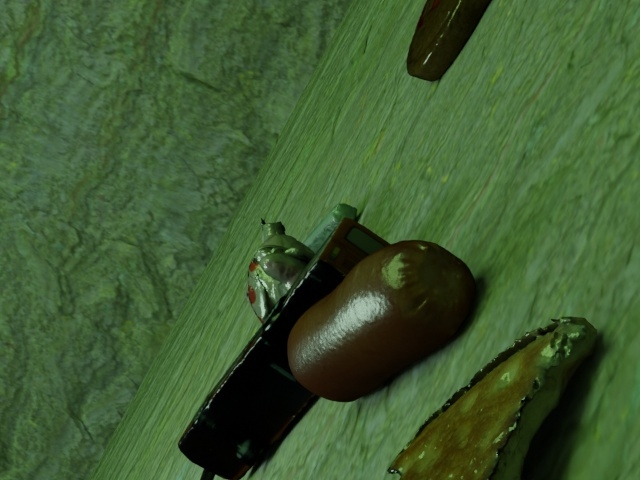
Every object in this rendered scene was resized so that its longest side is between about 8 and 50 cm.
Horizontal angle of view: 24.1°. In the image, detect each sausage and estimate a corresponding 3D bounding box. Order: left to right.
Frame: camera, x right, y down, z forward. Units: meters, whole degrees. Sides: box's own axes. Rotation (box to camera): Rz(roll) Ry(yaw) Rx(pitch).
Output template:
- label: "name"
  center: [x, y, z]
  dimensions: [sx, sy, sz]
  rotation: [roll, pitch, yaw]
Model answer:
- label: "sausage"
  center: [0.040, 0.075, 1.261]
  dimensions: [0.300, 0.089, 0.083]
  rotation: [132, 157, -61]

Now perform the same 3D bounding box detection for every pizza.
- label: "pizza"
  center: [0.093, 0.140, 0.852]
  dimensions: [0.185, 0.052, 0.195]
  rotation: [-48, 11, 34]

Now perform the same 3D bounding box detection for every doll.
- label: "doll"
  center: [-0.032, 0.052, 1.709]
  dimensions: [0.192, 0.095, 0.149]
  rotation: [-159, 53, -75]

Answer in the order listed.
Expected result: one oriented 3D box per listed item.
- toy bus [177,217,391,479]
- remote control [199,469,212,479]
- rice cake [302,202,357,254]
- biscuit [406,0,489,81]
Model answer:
- label: "toy bus"
  center: [-0.038, 0.129, 1.564]
  dimensions: [0.409, 0.093, 0.092]
  rotation: [-52, 5, 48]
- label: "remote control"
  center: [-0.148, 0.303, 1.941]
  dimensions: [0.091, 0.016, 0.034]
  rotation: [-71, 7, -46]
- label: "rice cake"
  center: [0.001, 0.000, 1.927]
  dimensions: [0.033, 0.033, 0.207]
  rotation: [-68, 9, -24]
- label: "biscuit"
  center: [0.178, -0.322, 1.820]
  dimensions: [0.257, 0.049, 0.273]
  rotation: [-56, 12, 39]
